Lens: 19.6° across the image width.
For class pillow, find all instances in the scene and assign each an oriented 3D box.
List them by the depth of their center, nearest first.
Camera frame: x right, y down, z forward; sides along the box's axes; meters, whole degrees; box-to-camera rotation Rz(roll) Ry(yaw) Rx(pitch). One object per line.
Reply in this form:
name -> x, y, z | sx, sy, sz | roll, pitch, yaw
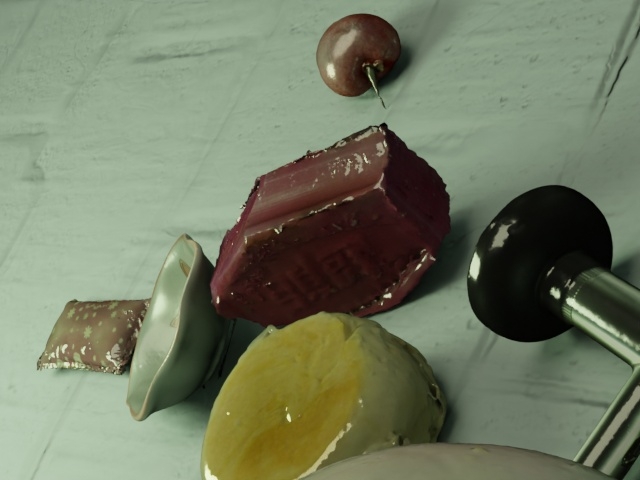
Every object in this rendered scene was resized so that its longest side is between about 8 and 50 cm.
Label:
pillow -> -0.285, 0.116, 2.322 | 0.185, 0.043, 0.118 | -7, 50, 46

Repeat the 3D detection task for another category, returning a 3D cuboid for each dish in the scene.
dish -> -0.150, 0.107, 2.117 | 0.229, 0.081, 0.229 | -163, 90, -75

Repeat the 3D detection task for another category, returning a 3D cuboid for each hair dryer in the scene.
hair dryer -> 0.214, 0.132, 1.638 | 0.284, 0.156, 0.320 | -38, 42, -2

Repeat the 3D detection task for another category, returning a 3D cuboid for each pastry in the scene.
pastry -> 0.002, 0.190, 1.833 | 0.265, 0.133, 0.265 | -29, 38, 26

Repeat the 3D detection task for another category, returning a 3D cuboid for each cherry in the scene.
cherry -> 0.038, -0.225, 2.246 | 0.126, 0.087, 0.106 | 14, 64, 51

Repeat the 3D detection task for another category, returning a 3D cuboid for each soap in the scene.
soap -> 0.000, 0.000, 1.986 | 0.289, 0.182, 0.112 | -20, 43, 31

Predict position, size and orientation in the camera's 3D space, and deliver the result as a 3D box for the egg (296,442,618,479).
egg -> 0.120, 0.305, 1.409 | 0.340, 0.354, 0.354 | -32, 33, -4
